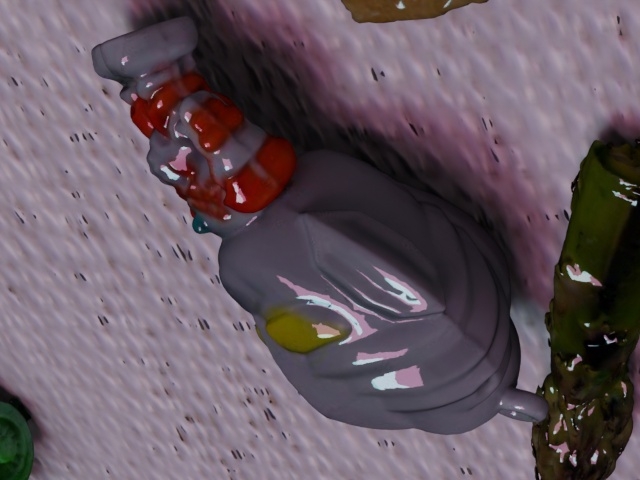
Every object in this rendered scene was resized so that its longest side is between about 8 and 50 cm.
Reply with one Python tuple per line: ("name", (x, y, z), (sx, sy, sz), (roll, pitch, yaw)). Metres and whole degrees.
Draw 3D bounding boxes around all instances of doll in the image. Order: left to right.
("doll", (0.000, 0.000, 0.519), (0.180, 0.079, 0.094), (44, 165, -9))

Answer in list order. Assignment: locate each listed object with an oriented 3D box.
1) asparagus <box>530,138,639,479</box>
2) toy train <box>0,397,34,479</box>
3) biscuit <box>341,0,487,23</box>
("asparagus", (0.087, 0.034, 0.534), (0.036, 0.030, 0.165), (-6, 135, -5))
("toy train", (-0.207, 0.053, 0.641), (0.085, 0.119, 0.251), (-10, 128, 36))
("biscuit", (0.087, -0.120, 0.379), (0.237, 0.026, 0.131), (-6, 131, 31))
